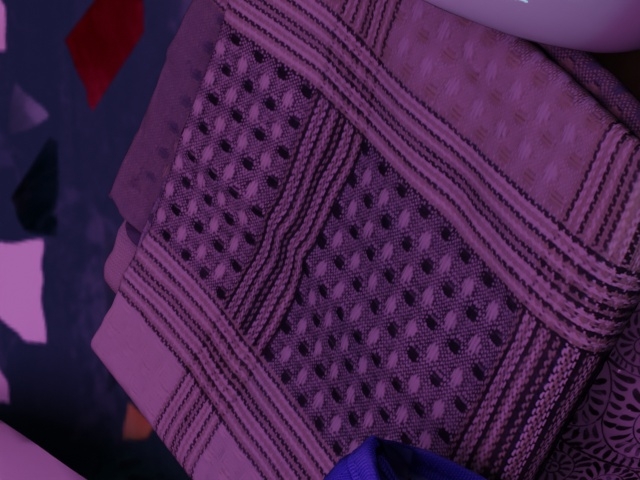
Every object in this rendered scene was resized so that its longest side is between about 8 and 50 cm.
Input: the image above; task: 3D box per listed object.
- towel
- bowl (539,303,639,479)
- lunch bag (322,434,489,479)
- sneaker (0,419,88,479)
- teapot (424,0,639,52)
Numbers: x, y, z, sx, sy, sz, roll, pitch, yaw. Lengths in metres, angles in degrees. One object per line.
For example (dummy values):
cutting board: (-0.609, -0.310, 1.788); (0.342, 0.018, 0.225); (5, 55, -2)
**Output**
towel: (0.000, 0.000, 0.756); (0.324, 0.056, 0.312); (51, 129, 39)
bowl: (0.144, 0.035, 0.722); (0.170, 0.080, 0.170); (1, 93, 33)
lunch bag: (0.050, 0.216, 0.673); (0.293, 0.138, 0.221); (34, 114, -13)
sneaker: (-0.174, 0.233, 0.839); (0.323, 0.130, 0.236); (24, 74, 39)
teapot: (0.092, -0.205, 0.647); (0.187, 0.256, 0.252); (-62, 34, 30)
